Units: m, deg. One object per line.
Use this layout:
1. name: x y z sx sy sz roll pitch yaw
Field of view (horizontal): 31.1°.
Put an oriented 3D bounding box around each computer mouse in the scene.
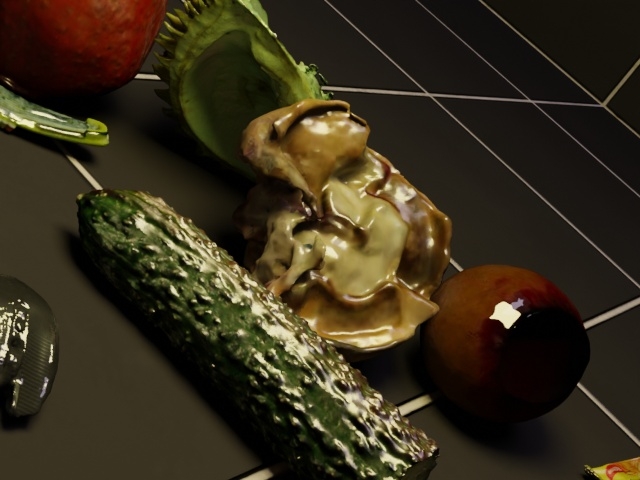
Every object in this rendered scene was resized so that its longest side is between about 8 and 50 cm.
1. computer mouse: -0.213 0.063 0.779 0.079 0.047 0.135 23 29 -26

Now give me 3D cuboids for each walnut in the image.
1. walnut: 0.010 -0.004 1.078 0.204 0.141 0.238 1 83 -27

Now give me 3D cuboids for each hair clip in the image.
1. hair clip: -0.282 -0.126 1.050 0.188 0.033 0.060 24 24 -21

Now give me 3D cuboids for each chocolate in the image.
1. chocolate: 0.171 0.099 1.137 0.176 0.177 0.177 30 24 -15

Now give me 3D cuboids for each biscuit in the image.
1. biscuit: 0.370 0.251 1.270 0.048 0.026 0.292 29 15 36

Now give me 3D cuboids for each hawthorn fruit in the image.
1. hawthorn fruit: -0.246 -0.260 1.111 0.215 0.250 0.215 8 42 -8

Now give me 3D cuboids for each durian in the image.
1. durian: -0.025 -0.140 1.202 0.394 0.198 0.163 51 52 -34

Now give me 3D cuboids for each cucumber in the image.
1. cucumber: -0.065 0.077 0.913 0.359 0.096 0.096 42 24 19
